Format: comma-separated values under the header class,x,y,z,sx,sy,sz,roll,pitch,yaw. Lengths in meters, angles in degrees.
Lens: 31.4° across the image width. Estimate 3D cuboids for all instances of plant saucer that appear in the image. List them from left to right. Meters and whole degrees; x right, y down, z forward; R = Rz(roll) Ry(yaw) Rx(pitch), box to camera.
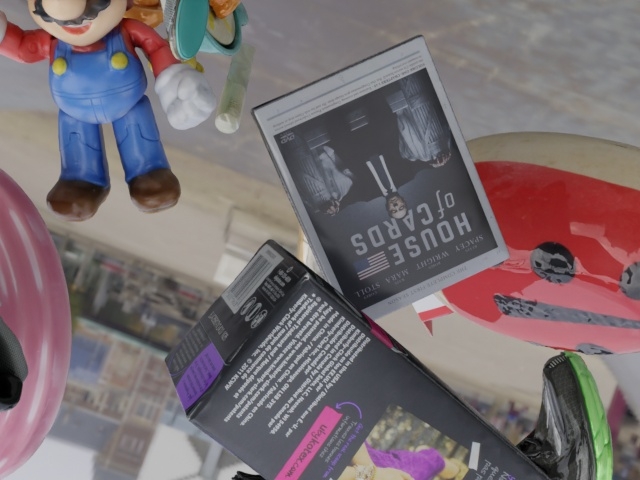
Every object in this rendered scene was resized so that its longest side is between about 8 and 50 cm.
class,x,y,z,sx,sy,sz,roll,pitch,yaw
plant saucer,-0.381,0.077,1.080,0.332,0.332,0.084,17,-167,32

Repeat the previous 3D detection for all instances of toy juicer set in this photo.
class,x,y,z,sx,sy,sz,roll,pitch,yaw
toy juicer set,-0.129,-0.242,1.290,0.090,0.209,0.329,-19,146,19

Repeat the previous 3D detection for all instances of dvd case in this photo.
class,x,y,z,sx,sy,sz,roll,pitch,yaw
dvd case,0.061,-0.054,1.106,0.029,0.179,0.238,-130,15,-77

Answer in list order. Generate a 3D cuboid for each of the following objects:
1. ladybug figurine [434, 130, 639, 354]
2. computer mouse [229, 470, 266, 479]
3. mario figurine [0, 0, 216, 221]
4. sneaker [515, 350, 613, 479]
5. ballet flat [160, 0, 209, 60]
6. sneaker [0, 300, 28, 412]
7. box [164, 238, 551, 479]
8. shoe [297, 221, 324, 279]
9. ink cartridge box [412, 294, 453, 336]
class,x,y,z,sx,sy,sz,roll,pitch,yaw
ladybug figurine,0.286,0.019,1.314,0.449,0.162,0.305,3,140,43
computer mouse,-0.057,0.364,1.838,0.184,0.060,0.262,-6,166,-17
mario figurine,-0.225,-0.166,1.067,0.198,0.320,0.170,-25,-149,-31
sneaker,0.344,0.410,1.824,0.202,0.482,0.185,9,-170,1
ballet flat,-0.108,-0.201,0.908,0.041,0.114,0.041,11,-172,-2
sneaker,-0.296,0.143,0.896,0.132,0.228,0.086,7,179,34
box,0.026,0.145,0.931,0.270,0.143,0.165,41,179,-17
shoe,0.000,0.000,1.909,0.058,0.219,0.076,7,-154,25
ink cartridge box,0.191,0.048,2.064,0.078,0.134,0.231,-18,126,17
